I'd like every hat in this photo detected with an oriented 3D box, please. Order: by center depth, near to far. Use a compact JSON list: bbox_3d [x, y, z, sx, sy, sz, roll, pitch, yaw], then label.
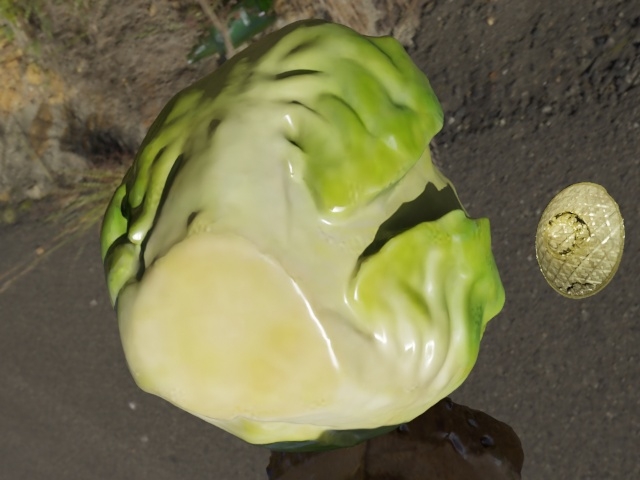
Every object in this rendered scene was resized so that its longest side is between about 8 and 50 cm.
[{"bbox_3d":[0.308,-0.003,1.090,0.067,0.146,0.146,11,131,63],"label":"hat"}]

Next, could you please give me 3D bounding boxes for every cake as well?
[{"bbox_3d":[0.064,0.294,0.758,0.199,0.293,0.196,26,138,-25],"label":"cake"}]

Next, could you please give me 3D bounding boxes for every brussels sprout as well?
[{"bbox_3d":[-0.002,-0.001,0.568,0.227,0.294,0.259,-22,106,28],"label":"brussels sprout"}]
